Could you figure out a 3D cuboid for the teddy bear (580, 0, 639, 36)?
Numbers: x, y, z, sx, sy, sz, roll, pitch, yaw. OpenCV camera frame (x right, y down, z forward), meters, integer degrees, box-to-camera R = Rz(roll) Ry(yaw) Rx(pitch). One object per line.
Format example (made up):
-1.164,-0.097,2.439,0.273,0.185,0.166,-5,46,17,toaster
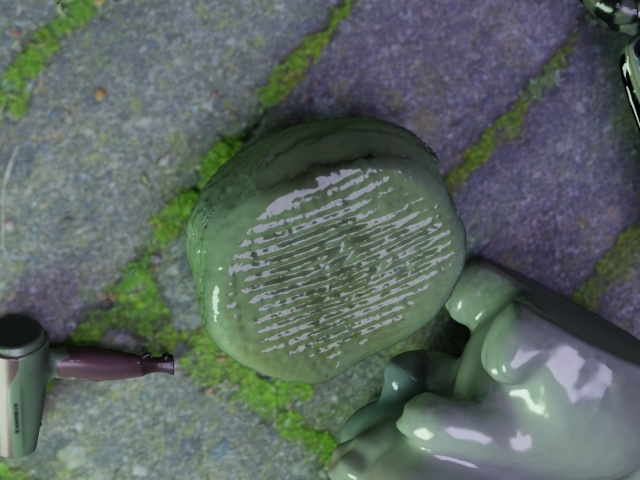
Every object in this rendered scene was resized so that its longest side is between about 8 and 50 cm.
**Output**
0.206,-0.249,1.163,0.171,0.144,0.251,-40,114,19,teddy bear

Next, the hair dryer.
-0.187,0.108,1.250,0.154,0.054,0.106,-8,118,-17,hair dryer

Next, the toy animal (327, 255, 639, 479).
0.128,0.212,1.284,0.241,0.196,0.367,38,96,-13,toy animal

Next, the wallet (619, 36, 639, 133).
0.334,-0.084,1.279,0.176,0.075,0.250,-41,122,-31,wallet

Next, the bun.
-0.003,0.001,1.224,0.221,0.108,0.221,-10,121,-16,bun
